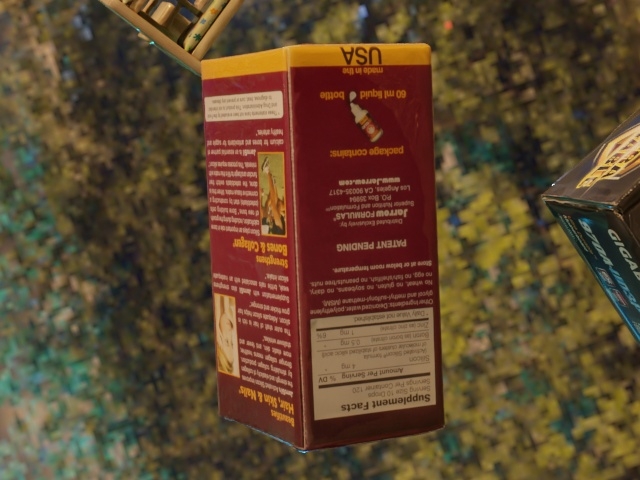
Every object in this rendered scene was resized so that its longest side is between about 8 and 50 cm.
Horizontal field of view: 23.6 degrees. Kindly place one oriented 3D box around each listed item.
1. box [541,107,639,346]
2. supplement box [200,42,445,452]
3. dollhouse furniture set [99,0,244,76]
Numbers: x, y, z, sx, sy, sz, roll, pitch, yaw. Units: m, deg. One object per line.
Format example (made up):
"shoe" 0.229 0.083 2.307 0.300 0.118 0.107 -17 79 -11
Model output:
"box" 0.206 0.016 0.544 0.220 0.175 0.051 55 168 -18
"supplement box" 0.000 0.000 0.757 0.104 0.081 0.188 6 100 63
"dollhouse furniture set" -0.089 -0.236 1.220 0.101 0.182 0.161 36 -179 -15
